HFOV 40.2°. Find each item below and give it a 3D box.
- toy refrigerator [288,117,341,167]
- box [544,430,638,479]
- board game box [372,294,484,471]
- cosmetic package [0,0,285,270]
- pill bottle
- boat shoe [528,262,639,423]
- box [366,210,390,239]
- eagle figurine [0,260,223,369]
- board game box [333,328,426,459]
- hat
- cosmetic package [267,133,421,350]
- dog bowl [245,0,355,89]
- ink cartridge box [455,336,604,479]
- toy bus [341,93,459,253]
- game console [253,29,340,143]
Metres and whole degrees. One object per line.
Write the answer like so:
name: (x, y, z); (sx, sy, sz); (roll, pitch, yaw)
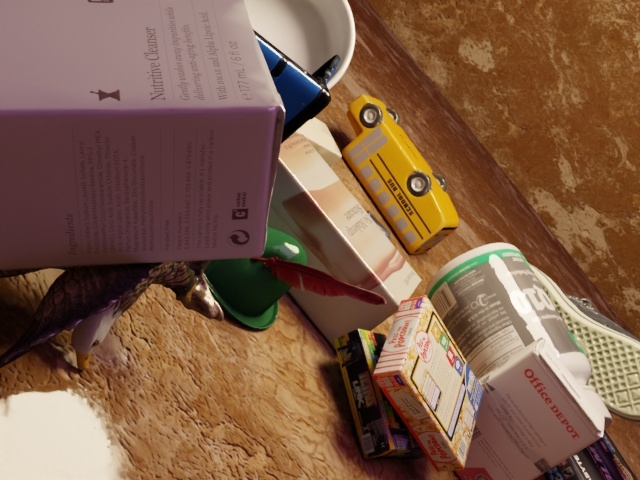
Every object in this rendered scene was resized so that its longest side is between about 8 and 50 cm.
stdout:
toy refrigerator: (-0.094, -0.184, 1.453); (0.269, 0.102, 0.094); (21, 36, -49)
box: (0.497, 0.406, 1.699); (0.293, 0.073, 0.295); (21, 36, -52)
board game box: (0.153, 0.195, 1.195); (0.193, 0.045, 0.147); (58, 37, -25)
cosmetic package: (-0.242, -0.097, 0.705); (0.385, 0.156, 0.217); (-3, 41, -16)
pill bottle: (0.349, 0.200, 1.559); (0.204, 0.204, 0.361); (21, 37, -51)
boat shoe: (0.467, 0.188, 1.708); (0.500, 0.187, 0.156); (34, 4, 36)
box: (0.103, -0.014, 1.671); (0.067, 0.018, 0.083); (46, 22, -10)
eagle figurine: (-0.210, 0.017, 0.815); (0.298, 0.226, 0.225); (19, 58, -60)
board game box: (0.094, 0.215, 1.214); (0.141, 0.048, 0.170); (17, 52, -52)
hat: (-0.040, 0.005, 1.130); (0.208, 0.183, 0.173); (51, 24, -15)
cosmetic package: (0.000, 0.000, 1.306); (0.296, 0.129, 0.153); (51, 23, -1)
dog bowl: (-0.079, -0.359, 1.539); (0.265, 0.265, 0.104); (48, -17, -6)
ink cartridge box: (0.291, 0.272, 1.316); (0.158, 0.218, 0.092); (53, 22, 6)
toy bus: (0.157, -0.142, 1.826); (0.332, 0.130, 0.108); (57, 24, 15)
game console: (-0.138, -0.151, 1.061); (0.250, 0.293, 0.173); (32, 29, -40)
